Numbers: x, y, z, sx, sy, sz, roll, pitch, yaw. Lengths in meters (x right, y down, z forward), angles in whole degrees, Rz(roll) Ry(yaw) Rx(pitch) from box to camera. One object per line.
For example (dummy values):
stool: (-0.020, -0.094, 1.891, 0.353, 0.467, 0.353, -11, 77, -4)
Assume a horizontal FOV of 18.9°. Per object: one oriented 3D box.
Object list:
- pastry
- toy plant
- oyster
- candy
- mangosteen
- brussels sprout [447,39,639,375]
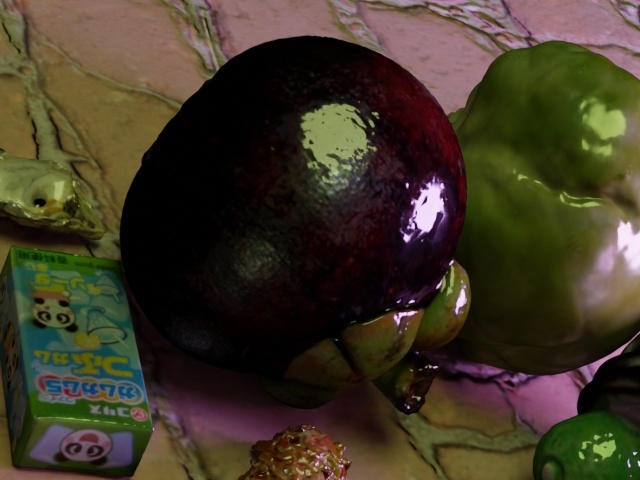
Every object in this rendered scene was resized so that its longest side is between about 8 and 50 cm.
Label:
pastry: (-0.026, 0.191, 1.464, 0.087, 0.063, 0.169, 27, 35, 5)
toy plant: (0.299, 0.186, 1.606, 0.218, 0.175, 0.235, 26, 61, 13)
oyster: (-0.266, -0.048, 1.640, 0.146, 0.045, 0.121, -7, 49, -29)
candy: (-0.194, 0.092, 1.490, 0.097, 0.062, 0.194, 9, 39, -24)
mangosteen: (-0.007, -0.014, 1.550, 0.300, 0.300, 0.300, 17, 35, -13)
brussels sprout: (0.189, -0.019, 1.701, 0.243, 0.317, 0.273, 0, 70, -33)
